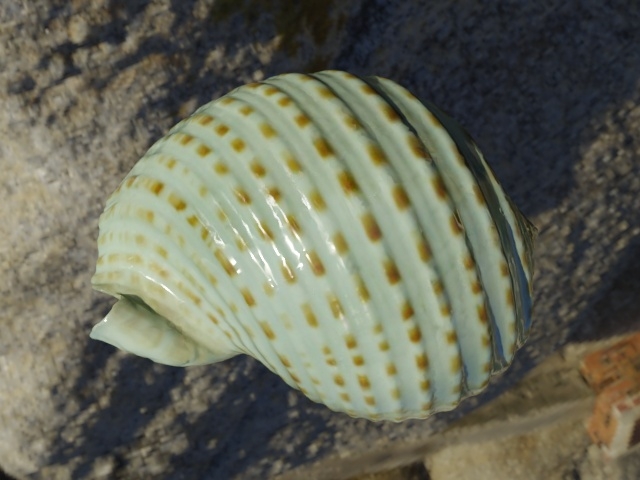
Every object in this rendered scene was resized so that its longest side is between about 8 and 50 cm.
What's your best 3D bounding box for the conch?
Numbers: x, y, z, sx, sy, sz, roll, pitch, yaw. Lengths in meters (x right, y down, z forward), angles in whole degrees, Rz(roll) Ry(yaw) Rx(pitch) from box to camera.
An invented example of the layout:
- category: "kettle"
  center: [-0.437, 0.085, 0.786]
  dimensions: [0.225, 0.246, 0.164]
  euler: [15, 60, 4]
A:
- category: "conch"
  center: [0.007, -0.005, 0.472]
  dimensions: [0.200, 0.172, 0.131]
  euler: [1, 149, -36]
